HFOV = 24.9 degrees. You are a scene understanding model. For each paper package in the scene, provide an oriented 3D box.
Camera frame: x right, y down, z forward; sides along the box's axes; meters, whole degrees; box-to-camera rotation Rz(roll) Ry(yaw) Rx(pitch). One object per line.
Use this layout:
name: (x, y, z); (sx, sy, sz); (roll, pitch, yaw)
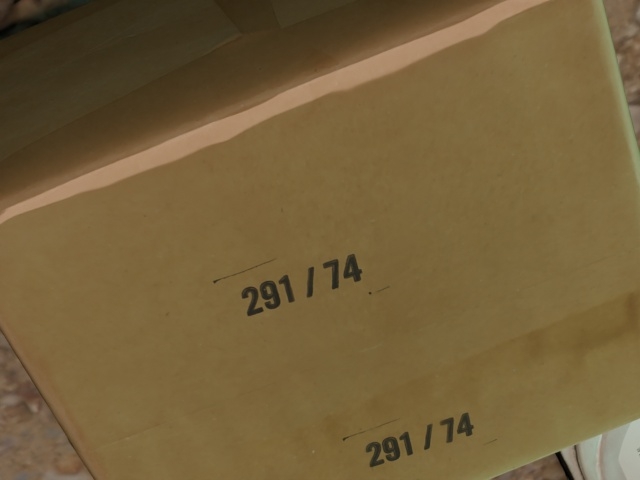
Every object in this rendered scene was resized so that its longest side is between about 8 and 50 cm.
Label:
paper package: (0.000, 0.000, 0.782); (0.324, 0.168, 0.310); (-23, 127, -1)

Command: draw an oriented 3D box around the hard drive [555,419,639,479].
hard drive: (0.318, 0.084, 0.990); (0.338, 0.064, 0.237); (-28, 126, 2)
